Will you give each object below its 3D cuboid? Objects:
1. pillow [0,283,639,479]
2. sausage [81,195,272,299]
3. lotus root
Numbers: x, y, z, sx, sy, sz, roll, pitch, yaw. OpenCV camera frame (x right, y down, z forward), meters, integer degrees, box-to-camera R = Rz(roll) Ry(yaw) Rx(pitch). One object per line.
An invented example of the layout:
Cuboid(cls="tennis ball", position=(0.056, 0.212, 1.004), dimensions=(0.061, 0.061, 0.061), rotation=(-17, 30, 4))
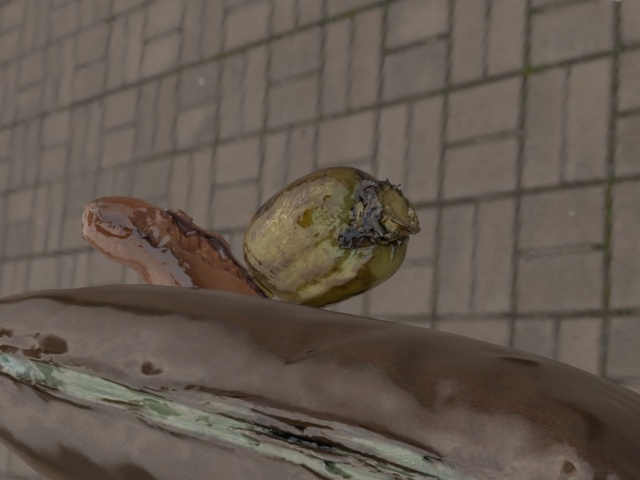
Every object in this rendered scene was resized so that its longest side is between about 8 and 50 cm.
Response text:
Cuboid(cls="pillow", position=(0.037, 0.094, 0.591), dimensions=(0.307, 0.305, 0.108), rotation=(10, 82, 34))
Cuboid(cls="sausage", position=(-0.062, 0.071, 1.103), dimensions=(0.078, 0.304, 0.078), rotation=(-43, 7, 6))
Cuboid(cls="lotus root", position=(0.000, 0.000, 1.815), dimensions=(0.314, 0.169, 0.141), rotation=(-27, 24, 37))
